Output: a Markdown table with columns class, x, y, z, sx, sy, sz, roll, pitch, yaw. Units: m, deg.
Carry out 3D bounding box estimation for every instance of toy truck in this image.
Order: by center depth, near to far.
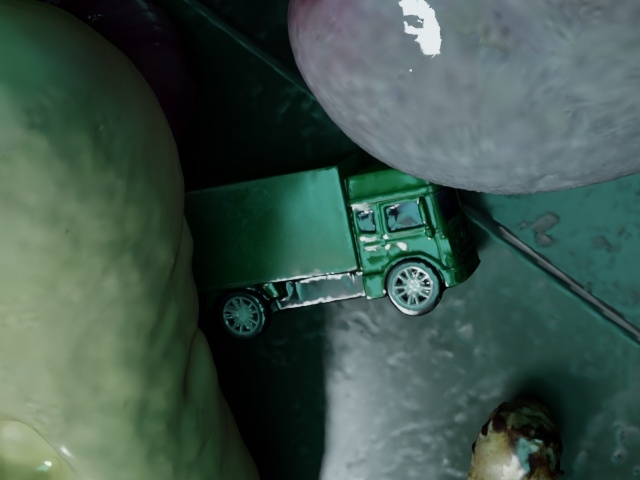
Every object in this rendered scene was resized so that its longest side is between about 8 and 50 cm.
| class | x | y | z | sx | sy | sz | roll | pitch | yaw |
| --- | --- | --- | --- | --- | --- | --- | --- | --- | --- |
| toy truck | 0.000 | 0.000 | 0.581 | 0.147 | 0.065 | 0.079 | -8 | 100 | 19 |

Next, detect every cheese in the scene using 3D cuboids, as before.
| class | x | y | z | sx | sy | sz | roll | pitch | yaw |
| --- | --- | --- | --- | --- | --- | --- | --- | --- | --- |
| cheese | -0.121 | 0.072 | 0.549 | 0.328 | 0.129 | 0.351 | 46 | 139 | -13 |

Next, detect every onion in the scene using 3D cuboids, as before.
| class | x | y | z | sx | sy | sz | roll | pitch | yaw |
| --- | --- | --- | --- | --- | --- | --- | --- | --- | --- |
| onion | -0.118 | -0.072 | 0.574 | 0.115 | 0.104 | 0.115 | -1 | 88 | 20 |

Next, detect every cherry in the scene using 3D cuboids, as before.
| class | x | y | z | sx | sy | sz | roll | pitch | yaw |
| --- | --- | --- | --- | --- | --- | --- | --- | --- | --- |
| cherry | 0.085 | -0.123 | 0.459 | 0.266 | 0.183 | 0.213 | 15 | 131 | 8 |

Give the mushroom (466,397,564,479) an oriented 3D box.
| class | x | y | z | sx | sy | sz | roll | pitch | yaw |
| --- | --- | --- | --- | --- | --- | --- | --- | --- | --- |
| mushroom | 0.081 | 0.191 | 0.597 | 0.227 | 0.148 | 0.217 | -6 | 85 | 7 |
